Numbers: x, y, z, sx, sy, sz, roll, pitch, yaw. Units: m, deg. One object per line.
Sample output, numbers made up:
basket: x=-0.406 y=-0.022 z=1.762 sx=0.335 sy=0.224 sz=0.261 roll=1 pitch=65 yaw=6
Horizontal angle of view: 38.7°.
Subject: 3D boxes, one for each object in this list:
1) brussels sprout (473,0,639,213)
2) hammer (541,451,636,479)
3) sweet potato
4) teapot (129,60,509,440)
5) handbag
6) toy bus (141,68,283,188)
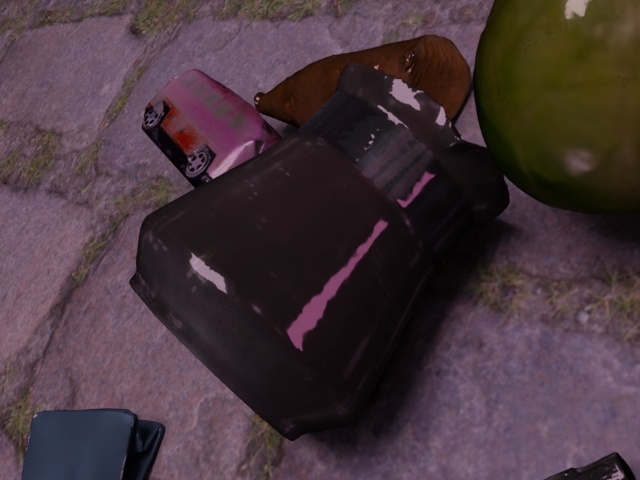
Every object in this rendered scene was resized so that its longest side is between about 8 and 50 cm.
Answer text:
brussels sprout: x=0.289 y=-0.175 z=0.842 sx=0.268 sy=0.344 sz=0.344 roll=31 pitch=82 yaw=20
hammer: x=0.251 y=0.343 z=0.691 sx=0.111 sy=0.043 sz=0.366 roll=-31 pitch=46 yaw=18
sweet potato: x=0.028 y=-0.189 z=1.219 sx=0.336 sy=0.131 sz=0.131 roll=-5 pitch=57 yaw=40
teapot: x=0.000 y=0.000 z=1.015 sx=0.362 sy=0.305 sz=0.376 roll=-45 pitch=11 yaw=-8
handbag: x=-0.315 y=0.297 z=1.208 sx=0.221 sy=0.057 sz=0.144 roll=-6 pitch=61 yaw=38
toy bus: x=-0.149 y=-0.138 z=1.330 sx=0.147 sy=0.127 sz=0.302 roll=-47 pitch=41 yaw=-1
